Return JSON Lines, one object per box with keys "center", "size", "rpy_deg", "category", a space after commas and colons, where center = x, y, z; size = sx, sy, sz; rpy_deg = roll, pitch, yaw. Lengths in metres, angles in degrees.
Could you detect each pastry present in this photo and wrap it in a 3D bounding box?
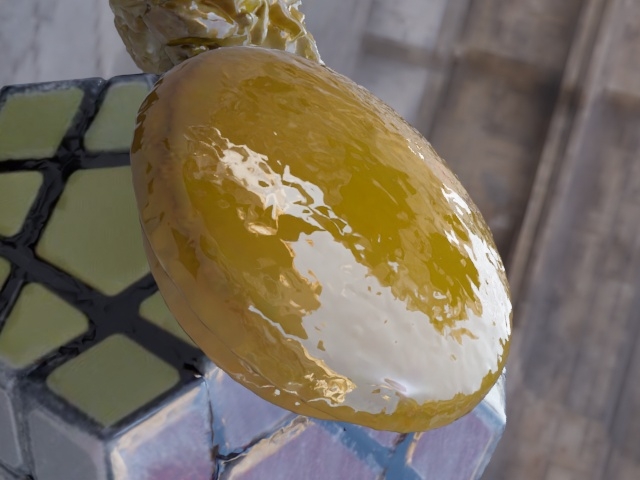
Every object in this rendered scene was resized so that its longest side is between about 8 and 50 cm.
{"center": [-0.080, -0.158, 1.041], "size": [0.250, 0.102, 0.154], "rpy_deg": [63, -11, -28], "category": "pastry"}

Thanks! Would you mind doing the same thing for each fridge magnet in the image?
{"center": [0.000, 0.000, 0.565], "size": [0.063, 0.143, 0.143], "rpy_deg": [-46, -169, 36], "category": "fridge magnet"}

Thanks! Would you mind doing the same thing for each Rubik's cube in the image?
{"center": [-0.065, 0.066, 0.843], "size": [0.319, 0.319, 0.264], "rpy_deg": [52, 35, -80], "category": "Rubik's cube"}
